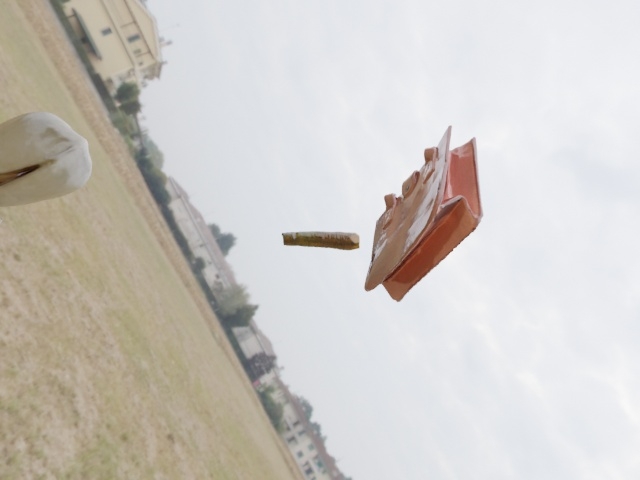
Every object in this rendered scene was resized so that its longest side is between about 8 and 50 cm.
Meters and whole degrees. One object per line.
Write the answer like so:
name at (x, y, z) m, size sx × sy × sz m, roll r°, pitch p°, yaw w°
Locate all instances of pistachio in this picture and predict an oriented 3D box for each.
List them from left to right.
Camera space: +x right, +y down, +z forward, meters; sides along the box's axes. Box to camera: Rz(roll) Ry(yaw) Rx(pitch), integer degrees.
pistachio at (-0.359, -0.094, 0.617) m, size 0.113 × 0.149 × 0.113 m, roll 52°, pitch -16°, yaw 22°

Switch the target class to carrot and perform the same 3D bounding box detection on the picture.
carrot at (0.000, 0.000, 1.081) m, size 0.042 × 0.170 × 0.042 m, roll 1°, pitch 90°, yaw -89°

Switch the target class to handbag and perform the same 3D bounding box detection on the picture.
handbag at (0.127, -0.029, 0.665) m, size 0.213 × 0.059 × 0.158 m, roll 123°, pitch -17°, yaw -51°

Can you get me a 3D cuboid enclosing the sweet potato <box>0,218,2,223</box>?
sweet potato at (-0.926, 0.050, 1.202) m, size 0.113 × 0.342 × 0.092 m, roll 21°, pitch -36°, yaw 16°
